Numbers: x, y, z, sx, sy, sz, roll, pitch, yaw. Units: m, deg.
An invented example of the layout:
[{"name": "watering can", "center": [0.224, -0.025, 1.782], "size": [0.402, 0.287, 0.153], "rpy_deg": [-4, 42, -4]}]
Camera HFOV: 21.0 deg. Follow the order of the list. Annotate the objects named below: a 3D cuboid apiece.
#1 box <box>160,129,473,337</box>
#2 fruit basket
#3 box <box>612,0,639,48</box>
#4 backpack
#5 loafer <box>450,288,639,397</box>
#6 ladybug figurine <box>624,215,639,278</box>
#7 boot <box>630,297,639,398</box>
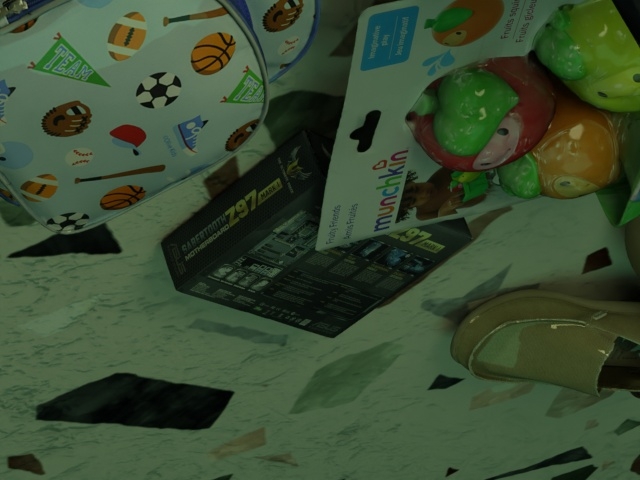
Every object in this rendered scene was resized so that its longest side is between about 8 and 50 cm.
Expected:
[{"name": "box", "center": [0.000, 0.000, 1.558], "size": [0.183, 0.059, 0.233], "rpy_deg": [-36, 147, 26]}, {"name": "fruit basket", "center": [0.181, -0.103, 1.375], "size": [0.353, 0.165, 0.327], "rpy_deg": [-17, 152, -18]}, {"name": "box", "center": [0.174, -0.290, 0.926], "size": [0.183, 0.296, 0.294], "rpy_deg": [-28, 151, 11]}, {"name": "backpack", "center": [-0.136, -0.154, 1.067], "size": [0.263, 0.213, 0.276], "rpy_deg": [-33, 148, -1]}, {"name": "loafer", "center": [0.274, 0.116, 1.859], "size": [0.269, 0.092, 0.102], "rpy_deg": [-2, 125, -14]}, {"name": "ladybug figurine", "center": [0.493, 0.007, 1.794], "size": [0.305, 0.162, 0.449], "rpy_deg": [-37, 148, 28]}, {"name": "boot", "center": [0.388, 0.123, 2.008], "size": [0.106, 0.082, 0.219], "rpy_deg": [-33, 148, 26]}]
